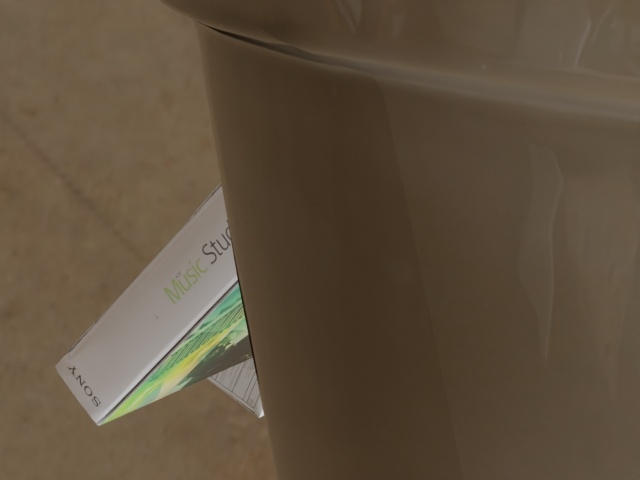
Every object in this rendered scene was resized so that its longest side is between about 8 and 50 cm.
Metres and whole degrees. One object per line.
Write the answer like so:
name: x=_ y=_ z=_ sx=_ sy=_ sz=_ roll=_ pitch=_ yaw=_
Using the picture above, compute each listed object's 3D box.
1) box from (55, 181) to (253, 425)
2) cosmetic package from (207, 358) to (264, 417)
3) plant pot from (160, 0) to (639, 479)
box: x=0.000 y=0.000 z=1.318 sx=0.322 sy=0.232 sz=0.058 roll=-19 pitch=69 yaw=-51
cosmetic package: x=-0.020 y=0.092 z=1.891 sx=0.099 sy=0.060 sz=0.239 roll=36 pitch=27 yaw=20
plant pot: x=0.110 y=0.027 z=0.477 sx=0.323 sy=0.280 sz=0.323 roll=5 pitch=12 yaw=-1
